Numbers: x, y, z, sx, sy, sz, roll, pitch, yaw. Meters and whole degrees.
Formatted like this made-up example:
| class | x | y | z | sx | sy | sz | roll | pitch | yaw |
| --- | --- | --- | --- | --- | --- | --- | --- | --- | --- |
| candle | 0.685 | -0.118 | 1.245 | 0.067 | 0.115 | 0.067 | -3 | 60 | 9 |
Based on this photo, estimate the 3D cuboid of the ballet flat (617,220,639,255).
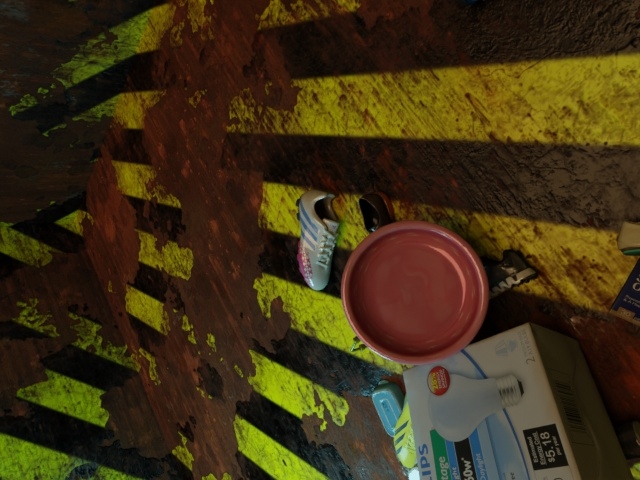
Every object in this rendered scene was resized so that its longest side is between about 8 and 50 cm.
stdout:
| class | x | y | z | sx | sy | sz | roll | pitch | yaw |
| --- | --- | --- | --- | --- | --- | --- | --- | --- | --- |
| ballet flat | 0.692 | -0.012 | 0.804 | 0.249 | 0.086 | 0.086 | 1 | 99 | 43 |

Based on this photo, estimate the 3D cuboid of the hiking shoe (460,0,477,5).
| class | x | y | z | sx | sy | sz | roll | pitch | yaw |
| --- | --- | --- | --- | --- | --- | --- | --- | --- | --- |
| hiking shoe | 0.429 | -0.567 | 0.907 | 0.304 | 0.113 | 0.131 | -16 | 86 | 43 |

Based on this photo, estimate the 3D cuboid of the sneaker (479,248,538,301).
| class | x | y | z | sx | sy | sz | roll | pitch | yaw |
| --- | --- | --- | --- | --- | --- | --- | --- | --- | --- |
| sneaker | 0.406 | 0.097 | 1.084 | 0.234 | 0.078 | 0.106 | -40 | 65 | 38 |

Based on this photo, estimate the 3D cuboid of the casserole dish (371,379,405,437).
| class | x | y | z | sx | sy | sz | roll | pitch | yaw |
| --- | --- | --- | --- | --- | --- | --- | --- | --- | --- |
| casserole dish | 0.222 | 0.528 | 1.355 | 0.114 | 0.037 | 0.188 | -33 | 75 | 40 |

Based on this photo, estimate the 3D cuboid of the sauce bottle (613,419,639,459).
| class | x | y | z | sx | sy | sz | roll | pitch | yaw |
| --- | --- | --- | --- | --- | --- | --- | --- | --- | --- |
| sauce bottle | 0.559 | 0.490 | 0.994 | 0.344 | 0.111 | 0.111 | -40 | 71 | 38 |

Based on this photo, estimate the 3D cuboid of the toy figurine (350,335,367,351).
| class | x | y | z | sx | sy | sz | roll | pitch | yaw |
| --- | --- | --- | --- | --- | --- | --- | --- | --- | --- |
| toy figurine | 0.238 | 0.211 | 1.138 | 0.217 | 0.191 | 0.362 | 42 | 125 | 48 |

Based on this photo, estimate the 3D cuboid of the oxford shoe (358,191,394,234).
| class | x | y | z | sx | sy | sz | roll | pitch | yaw |
| --- | --- | --- | --- | --- | --- | --- | --- | --- | --- |
| oxford shoe | 0.178 | -0.008 | 1.249 | 0.097 | 0.098 | 0.271 | -33 | 76 | 41 |

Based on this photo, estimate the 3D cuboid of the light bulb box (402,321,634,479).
| class | x | y | z | sx | sy | sz | roll | pitch | yaw |
| --- | --- | --- | --- | --- | --- | --- | --- | --- | --- |
| light bulb box | 0.403 | 0.420 | 0.952 | 0.361 | 0.225 | 0.357 | -39 | 42 | 39 |

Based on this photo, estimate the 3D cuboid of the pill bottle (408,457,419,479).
| class | x | y | z | sx | sy | sz | roll | pitch | yaw |
| --- | --- | --- | --- | --- | --- | --- | --- | --- | --- |
| pill bottle | 0.320 | 0.604 | 1.182 | 0.108 | 0.180 | 0.107 | 9 | 103 | 41 |

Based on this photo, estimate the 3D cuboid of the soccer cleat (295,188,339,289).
| class | x | y | z | sx | sy | sz | roll | pitch | yaw |
| --- | --- | --- | --- | --- | --- | --- | --- | --- | --- |
| soccer cleat | 0.000 | 0.000 | 1.401 | 0.143 | 0.116 | 0.330 | -2 | 96 | 43 |

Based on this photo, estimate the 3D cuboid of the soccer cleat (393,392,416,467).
| class | x | y | z | sx | sy | sz | roll | pitch | yaw |
| --- | --- | --- | --- | --- | --- | --- | --- | --- | --- |
| soccer cleat | 0.270 | 0.527 | 1.237 | 0.094 | 0.121 | 0.288 | 6 | 101 | -4 |

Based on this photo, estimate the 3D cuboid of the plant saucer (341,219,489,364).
| class | x | y | z | sx | sy | sz | roll | pitch | yaw |
| --- | --- | --- | --- | --- | --- | --- | --- | --- | --- |
| plant saucer | 0.218 | 0.120 | 1.034 | 0.333 | 0.084 | 0.331 | -2 | 83 | 13 |

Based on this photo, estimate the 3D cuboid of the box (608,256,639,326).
| class | x | y | z | sx | sy | sz | roll | pitch | yaw |
| --- | --- | --- | --- | --- | --- | --- | --- | --- | --- |
| box | 0.658 | 0.085 | 0.818 | 0.137 | 0.037 | 0.225 | 28 | 137 | 32 |
